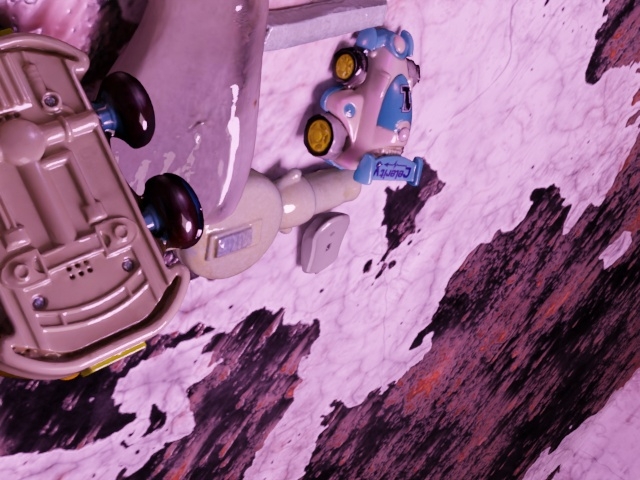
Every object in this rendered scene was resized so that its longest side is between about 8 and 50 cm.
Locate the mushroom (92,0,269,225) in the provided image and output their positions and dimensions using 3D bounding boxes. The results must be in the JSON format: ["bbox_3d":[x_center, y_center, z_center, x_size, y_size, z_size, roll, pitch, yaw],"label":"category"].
[{"bbox_3d":[-0.109,-0.153,0.782,0.159,0.122,0.328,-24,140,-48],"label":"mushroom"}]

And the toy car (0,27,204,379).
[{"bbox_3d":[-0.224,-0.011,0.726,0.204,0.247,0.198,-25,178,-30],"label":"toy car"}]

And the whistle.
[{"bbox_3d":[-0.059,-0.030,1.013,0.258,0.067,0.126,-21,137,-38],"label":"whistle"}]

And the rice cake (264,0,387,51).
[{"bbox_3d":[-0.002,-0.213,0.925,0.171,0.029,0.033,-20,143,-34],"label":"rice cake"}]

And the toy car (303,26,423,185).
[{"bbox_3d":[0.070,-0.139,1.012,0.126,0.098,0.161,-2,120,-48],"label":"toy car"}]

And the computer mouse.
[{"bbox_3d":[0.000,0.000,1.139,0.056,0.032,0.110,-25,150,-30],"label":"computer mouse"}]
